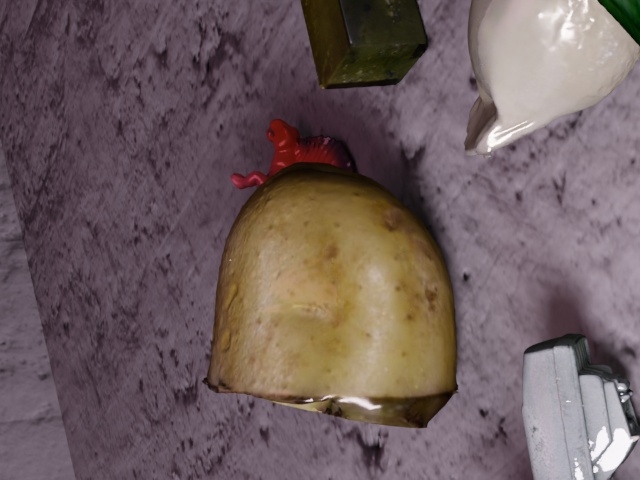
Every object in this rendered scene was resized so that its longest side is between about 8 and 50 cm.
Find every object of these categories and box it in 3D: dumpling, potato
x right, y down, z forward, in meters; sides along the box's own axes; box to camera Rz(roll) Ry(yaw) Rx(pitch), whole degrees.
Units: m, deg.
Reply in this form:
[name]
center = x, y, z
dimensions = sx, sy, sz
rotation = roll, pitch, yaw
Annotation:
[dumpling]
center = 0.169, -0.173, 1.216
dimensions = 0.166, 0.126, 0.216
rotation = -86, -4, -62
[potato]
center = 0.008, 0.042, 1.470
dimensions = 0.285, 0.242, 0.243
rotation = -160, 67, -83

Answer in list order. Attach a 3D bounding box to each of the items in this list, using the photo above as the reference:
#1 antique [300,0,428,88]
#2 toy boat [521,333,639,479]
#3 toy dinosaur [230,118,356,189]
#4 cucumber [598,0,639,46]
[antique]
center = 0.023, -0.254, 1.525
dimensions = 0.081, 0.080, 0.221
rotation = 133, 127, -59
[toy boat]
center = 0.206, 0.198, 1.232
dimensions = 0.085, 0.078, 0.261
rotation = -9, 93, 21
[toy dinosaur]
center = 0.004, -0.007, 1.657
dimensions = 0.139, 0.070, 0.286
rotation = -34, 63, 36
[cucumber]
center = 0.247, -0.171, 0.970
dimensions = 0.130, 0.191, 0.191
rotation = -122, 36, -44
